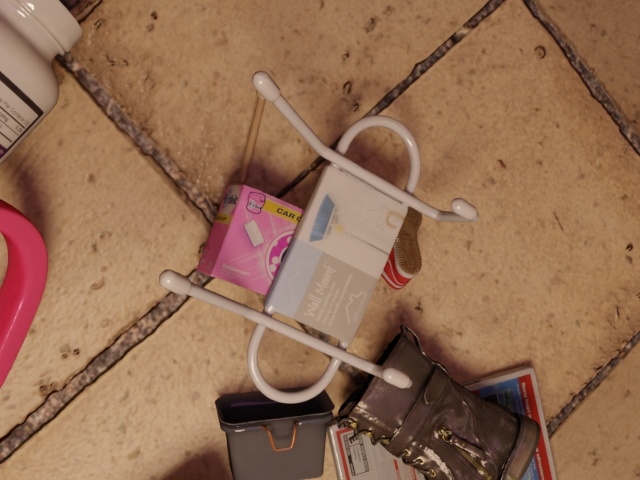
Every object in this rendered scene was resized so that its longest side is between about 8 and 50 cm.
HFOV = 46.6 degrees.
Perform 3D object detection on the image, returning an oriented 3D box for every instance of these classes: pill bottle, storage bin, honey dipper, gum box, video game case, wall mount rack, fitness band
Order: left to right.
[{"bbox_3d":[-0.394,-0.135,0.740,0.181,0.181,0.323,41,81,-10],"label":"pill bottle"},{"bbox_3d":[-0.385,0.087,0.732,0.054,0.209,0.291,32,99,29],"label":"fitness band"},{"bbox_3d":[-0.084,-0.109,0.889,0.030,0.030,0.161,15,88,-13],"label":"honey dipper"},{"bbox_3d":[-0.051,0.236,0.873,0.135,0.098,0.091,-5,102,-13],"label":"storage bin"},{"bbox_3d":[-0.035,0.018,0.870,0.188,0.062,0.107,22,85,-25],"label":"gum box"},{"bbox_3d":[0.000,0.000,0.779,0.304,0.130,0.350,27,82,-23],"label":"wall mount rack"},{"bbox_3d":[0.164,0.295,0.954,0.285,0.025,0.204,-13,93,-13],"label":"video game case"}]

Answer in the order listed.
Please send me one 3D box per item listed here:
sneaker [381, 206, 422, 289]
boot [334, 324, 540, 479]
[{"bbox_3d":[0.099,0.004,0.934,0.042,0.067,0.119,10,58,-11],"label":"sneaker"},{"bbox_3d":[0.118,0.262,0.896,0.229,0.091,0.263,30,80,-6],"label":"boot"}]
